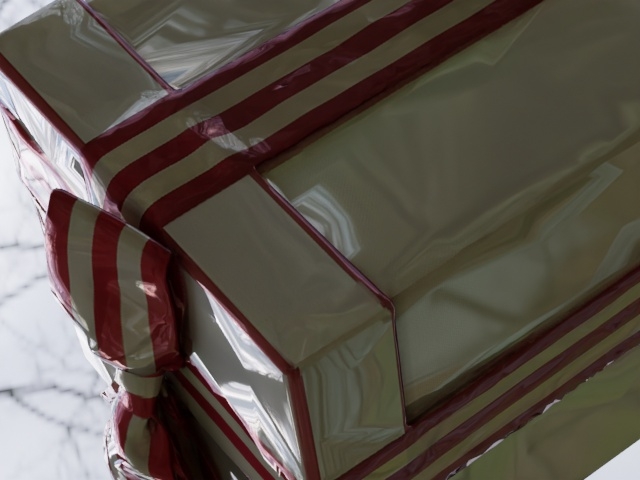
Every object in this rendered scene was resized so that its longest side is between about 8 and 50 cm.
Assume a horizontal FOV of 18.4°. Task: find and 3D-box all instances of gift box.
[{"bbox_3d":[0.000,0.000,0.880,0.258,0.276,0.255,-33,-41,-19],"label":"gift box"}]
